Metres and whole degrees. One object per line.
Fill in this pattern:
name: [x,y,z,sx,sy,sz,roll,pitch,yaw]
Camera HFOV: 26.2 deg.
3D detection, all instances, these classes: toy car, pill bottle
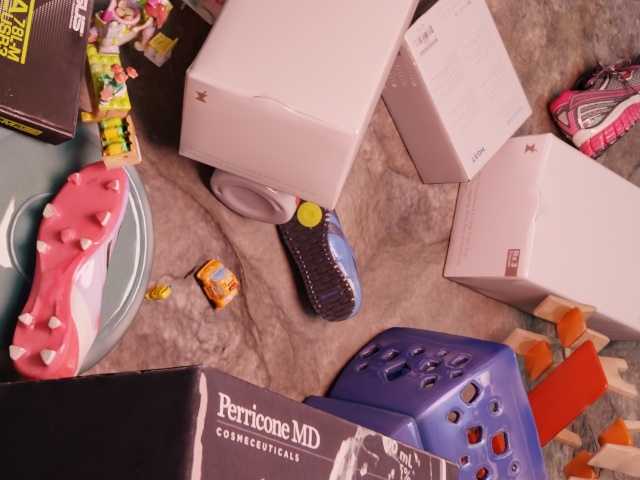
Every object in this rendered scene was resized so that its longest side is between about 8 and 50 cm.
toy car: [-0.141,0.065,1.599,0.122,0.040,0.060,-26,107,-42]
pill bottle: [-0.047,-0.126,1.647,0.108,0.108,0.193,42,62,-36]

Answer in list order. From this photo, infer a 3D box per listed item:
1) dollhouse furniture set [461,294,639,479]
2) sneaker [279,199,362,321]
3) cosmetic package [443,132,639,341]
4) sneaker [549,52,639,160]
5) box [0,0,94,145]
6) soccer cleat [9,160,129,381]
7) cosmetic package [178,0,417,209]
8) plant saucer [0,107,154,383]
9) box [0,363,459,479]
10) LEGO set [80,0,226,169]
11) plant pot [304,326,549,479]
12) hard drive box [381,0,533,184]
dollhouse furniture set: [0.298,0.240,1.867,0.135,0.259,0.262,16,40,-29]
sneaker: [0.000,0.000,1.733,0.082,0.069,0.209,-38,110,-74]
cosmetic package: [0.369,0.006,2.025,0.385,0.156,0.217,25,72,-41]
sneaker: [0.467,-0.238,2.156,0.112,0.121,0.299,47,44,3]
box: [-0.323,-0.213,1.391,0.184,0.045,0.191,19,66,-35]
soccer cleat: [-0.252,0.037,1.419,0.095,0.083,0.248,66,35,-64]
cosmetic package: [-0.005,-0.240,1.561,0.197,0.155,0.365,22,57,3]
plant saucer: [-0.293,0.000,1.450,0.317,0.043,0.318,0,90,-45]
box: [-0.105,0.413,1.368,0.480,0.297,0.472,29,59,-50]
LEGO set: [-0.193,-0.216,1.461,0.132,0.107,0.287,28,51,-6]
plant pot: [0.121,0.264,1.732,0.212,0.236,0.236,-28,110,-34]
hard drive box: [0.174,-0.221,1.878,0.181,0.089,0.232,-45,119,-35]
